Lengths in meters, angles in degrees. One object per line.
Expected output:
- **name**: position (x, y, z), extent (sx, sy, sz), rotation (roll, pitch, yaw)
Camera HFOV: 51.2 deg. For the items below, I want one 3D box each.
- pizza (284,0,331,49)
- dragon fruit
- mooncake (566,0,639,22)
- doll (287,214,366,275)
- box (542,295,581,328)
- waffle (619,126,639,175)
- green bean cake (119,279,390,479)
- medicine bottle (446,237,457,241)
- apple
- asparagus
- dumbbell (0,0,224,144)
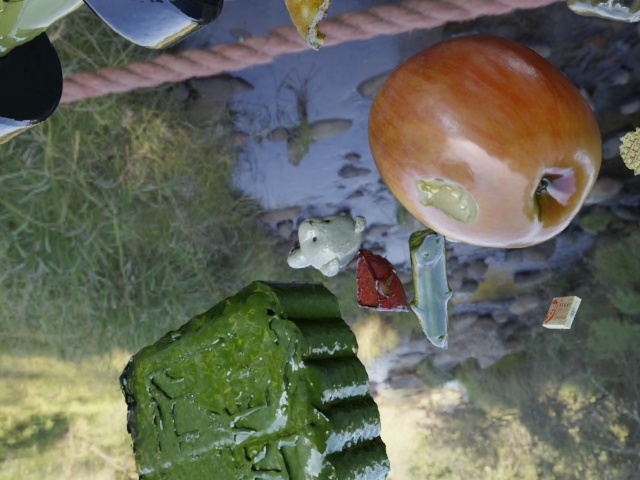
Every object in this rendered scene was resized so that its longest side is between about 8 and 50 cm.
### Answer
- **pizza**: position (-0.026, -0.511, 1.323), extent (0.056, 0.271, 0.134), rotation (0, 155, -43)
- **dragon fruit**: position (0.154, 0.093, 1.600), extent (0.127, 0.161, 0.120), rotation (-6, -177, -29)
- **mooncake**: position (0.840, -0.800, 1.811), extent (0.394, 0.246, 0.393), rotation (-51, 139, -3)
- **doll**: position (-0.004, 0.002, 1.658), extent (0.149, 0.175, 0.278), rotation (33, 165, -13)
- **box**: position (0.438, 0.131, 1.216), extent (0.015, 0.058, 0.093), rotation (24, 172, -1)
- **waffle**: position (0.547, -0.155, 1.126), extent (0.085, 0.078, 0.016), rotation (-36, 180, 44)
- **green bean cake**: position (-0.060, 0.152, 0.564), extent (0.214, 0.200, 0.113), rotation (-28, 157, 31)
- **medicine bottle**: position (0.315, -0.070, 1.430), extent (0.135, 0.135, 0.215), rotation (-7, 163, -5)
- **apple**: position (0.191, -0.112, 0.777), extent (0.242, 0.241, 0.242), rotation (-29, 142, -26)
- **asparagus**: position (0.225, 0.097, 1.358), extent (0.085, 0.082, 0.343), rotation (17, 140, 29)
- **dumbbell**: position (-0.277, -0.246, 0.678), extent (0.322, 0.204, 0.204), rotation (-21, 157, 23)
